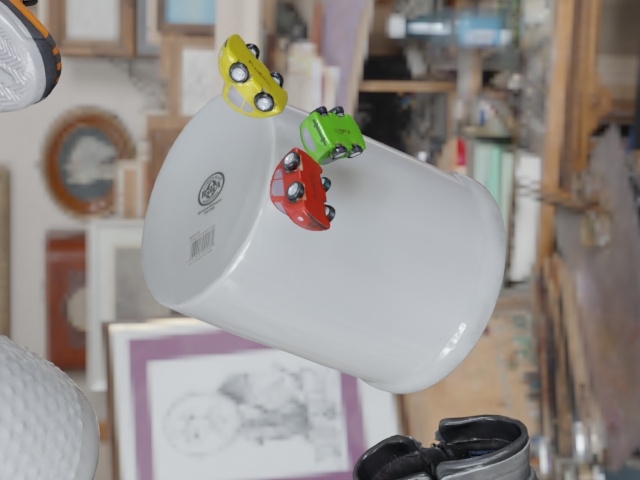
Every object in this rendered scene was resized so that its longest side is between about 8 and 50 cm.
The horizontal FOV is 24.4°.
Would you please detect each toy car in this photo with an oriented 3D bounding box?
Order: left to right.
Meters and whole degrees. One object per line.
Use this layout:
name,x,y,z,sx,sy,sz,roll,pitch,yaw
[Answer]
toy car,-0.021,-0.112,1.658,0.225,0.053,0.239,-5,-113,-62

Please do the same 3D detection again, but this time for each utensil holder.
utensil holder,0.000,0.000,1.992,0.327,0.385,0.328,-33,46,42

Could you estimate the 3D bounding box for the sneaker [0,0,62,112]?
sneaker,-0.293,-0.223,1.310,0.321,0.180,0.125,32,131,34

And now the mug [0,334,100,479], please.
mug,-0.460,0.202,1.788,0.276,0.328,0.374,-52,44,20

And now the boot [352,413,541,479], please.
boot,0.216,0.263,1.433,0.118,0.338,0.223,-96,-11,-59
